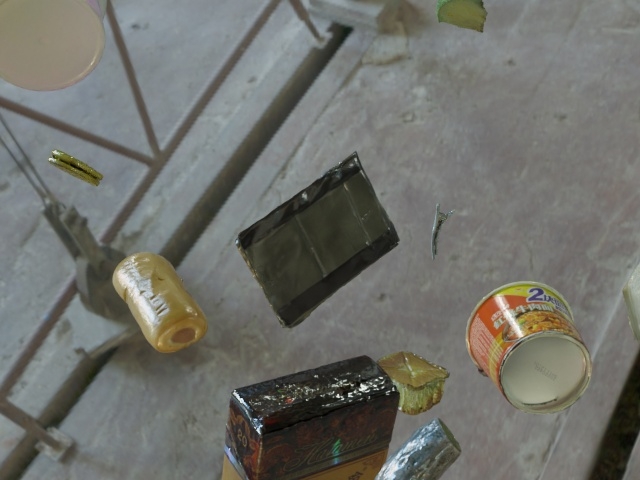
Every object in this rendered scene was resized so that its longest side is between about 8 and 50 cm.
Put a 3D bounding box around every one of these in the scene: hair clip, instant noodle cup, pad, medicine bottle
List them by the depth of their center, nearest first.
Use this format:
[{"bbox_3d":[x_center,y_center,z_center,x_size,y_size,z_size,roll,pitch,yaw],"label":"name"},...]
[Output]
[{"bbox_3d":[0.000,0.000,1.245,0.233,0.174,0.022,-38,26,-18],"label":"pad"},{"bbox_3d":[-0.489,-0.418,1.463,0.241,0.241,0.302,-22,48,-5],"label":"medicine bottle"},{"bbox_3d":[0.378,0.201,1.528,0.213,0.213,0.174,-12,20,2],"label":"instant noodle cup"},{"bbox_3d":[0.245,-0.016,1.741,0.039,0.030,0.115,12,102,12],"label":"hair clip"}]

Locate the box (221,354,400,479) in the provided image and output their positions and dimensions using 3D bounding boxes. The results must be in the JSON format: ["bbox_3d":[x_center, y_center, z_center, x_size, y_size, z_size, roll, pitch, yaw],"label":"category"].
[{"bbox_3d":[-0.031,0.403,1.419,0.264,0.415,0.116,-9,34,-30],"label":"box"}]

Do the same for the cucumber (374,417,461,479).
[{"bbox_3d":[0.119,0.267,1.028,0.064,0.064,0.112,42,95,30],"label":"cucumber"}]

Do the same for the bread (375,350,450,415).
[{"bbox_3d":[0.156,0.263,1.578,0.140,0.069,0.128,20,22,38],"label":"bread"}]

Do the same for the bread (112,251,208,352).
[{"bbox_3d":[-0.358,0.125,1.898,0.142,0.091,0.305,-23,40,-21],"label":"bread"}]

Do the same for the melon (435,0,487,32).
[{"bbox_3d":[0.261,-0.415,1.532,0.114,0.262,0.053,39,94,-5],"label":"melon"}]

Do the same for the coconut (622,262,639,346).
[{"bbox_3d":[0.525,0.086,0.961,0.360,0.346,0.346,-45,59,0],"label":"coconut"}]

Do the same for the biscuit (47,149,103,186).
[{"bbox_3d":[-0.363,-0.107,1.267,0.084,0.084,0.023,24,82,23],"label":"biscuit"}]
